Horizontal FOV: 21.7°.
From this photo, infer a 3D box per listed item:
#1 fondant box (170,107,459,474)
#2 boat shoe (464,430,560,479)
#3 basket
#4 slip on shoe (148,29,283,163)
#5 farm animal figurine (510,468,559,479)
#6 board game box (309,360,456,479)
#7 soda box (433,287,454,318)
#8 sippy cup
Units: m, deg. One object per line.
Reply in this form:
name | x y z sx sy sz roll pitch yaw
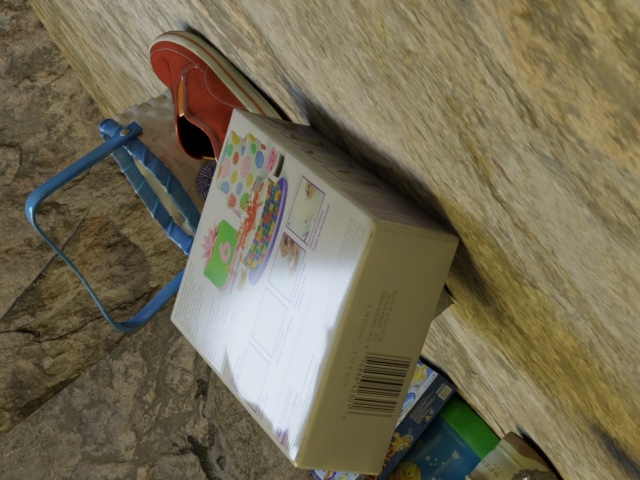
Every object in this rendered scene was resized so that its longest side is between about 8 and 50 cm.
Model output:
fondant box | -0.017 0.040 1.588 0.096 0.238 0.330 9 -163 -30
boat shoe | 0.262 0.343 1.901 0.285 0.089 0.104 54 172 -18
basket | -0.208 -0.048 2.136 0.201 0.289 0.255 44 171 48
slip on shoe | -0.130 -0.149 1.919 0.331 0.101 0.123 46 172 50
farm animal figurine | 0.314 0.362 1.440 0.330 0.172 0.327 47 -171 -30
board game box | 0.077 0.240 2.115 0.035 0.201 0.136 39 176 -18
soda box | 0.025 0.013 1.763 0.098 0.091 0.286 55 172 -29
sippy cup | 0.146 0.349 2.129 0.240 0.224 0.305 47 171 34
